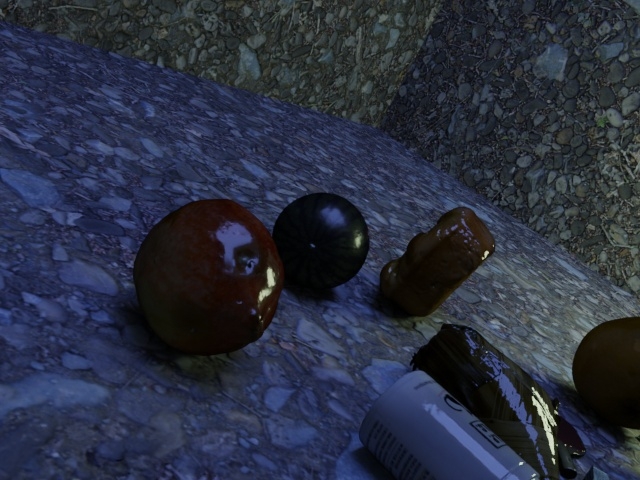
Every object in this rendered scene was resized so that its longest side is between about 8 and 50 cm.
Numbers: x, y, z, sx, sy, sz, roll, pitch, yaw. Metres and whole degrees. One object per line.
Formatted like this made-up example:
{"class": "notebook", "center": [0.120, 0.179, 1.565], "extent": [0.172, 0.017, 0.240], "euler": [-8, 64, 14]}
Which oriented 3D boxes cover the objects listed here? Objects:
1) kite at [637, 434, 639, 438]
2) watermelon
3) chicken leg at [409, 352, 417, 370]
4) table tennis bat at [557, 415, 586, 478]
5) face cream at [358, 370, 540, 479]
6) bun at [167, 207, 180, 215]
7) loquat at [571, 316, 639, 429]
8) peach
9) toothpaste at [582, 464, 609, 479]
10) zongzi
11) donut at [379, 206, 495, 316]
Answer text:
{"class": "kite", "center": [0.760, 0.466, 1.556], "extent": [0.090, 0.004, 0.122], "euler": [24, 19, -12]}
{"class": "watermelon", "center": [0.000, 0.000, 1.428], "extent": [0.212, 0.212, 0.212], "euler": [25, 19, -9]}
{"class": "chicken leg", "center": [0.248, 0.253, 1.327], "extent": [0.234, 0.063, 0.105], "euler": [7, 32, -51]}
{"class": "table tennis bat", "center": [0.467, 0.390, 1.335], "extent": [0.131, 0.022, 0.234], "euler": [28, 17, 0]}
{"class": "face cream", "center": [0.227, 0.346, 0.920], "extent": [0.370, 0.145, 0.145], "euler": [39, 22, 31]}
{"class": "bun", "center": [-0.237, -0.012, 1.327], "extent": [0.141, 0.083, 0.141], "euler": [17, 14, -4]}
{"class": "loquat", "center": [0.709, 0.301, 1.542], "extent": [0.263, 0.263, 0.263], "euler": [25, 19, -9]}
{"class": "peach", "center": [-0.155, 0.065, 1.015], "extent": [0.257, 0.232, 0.232], "euler": [30, 16, 40]}
{"class": "toothpaste", "center": [0.469, 0.443, 1.152], "extent": [0.034, 0.046, 0.164], "euler": [29, 19, 10]}
{"class": "zongzi", "center": [0.283, 0.295, 1.124], "extent": [0.286, 0.134, 0.288], "euler": [39, 26, -6]}
{"class": "donut", "center": [0.271, 0.048, 1.565], "extent": [0.150, 0.299, 0.317], "euler": [46, 47, 11]}
